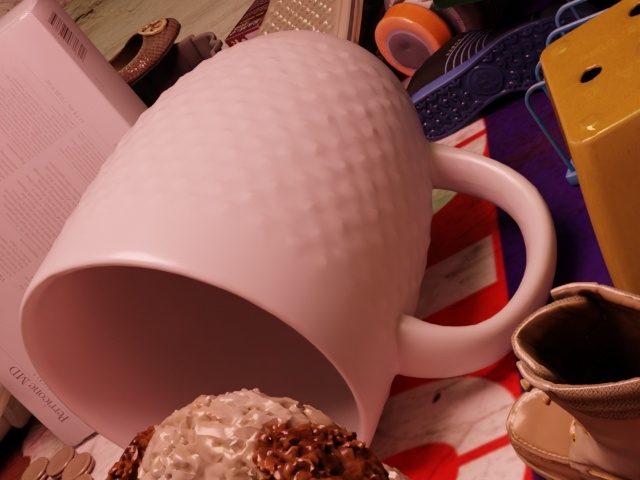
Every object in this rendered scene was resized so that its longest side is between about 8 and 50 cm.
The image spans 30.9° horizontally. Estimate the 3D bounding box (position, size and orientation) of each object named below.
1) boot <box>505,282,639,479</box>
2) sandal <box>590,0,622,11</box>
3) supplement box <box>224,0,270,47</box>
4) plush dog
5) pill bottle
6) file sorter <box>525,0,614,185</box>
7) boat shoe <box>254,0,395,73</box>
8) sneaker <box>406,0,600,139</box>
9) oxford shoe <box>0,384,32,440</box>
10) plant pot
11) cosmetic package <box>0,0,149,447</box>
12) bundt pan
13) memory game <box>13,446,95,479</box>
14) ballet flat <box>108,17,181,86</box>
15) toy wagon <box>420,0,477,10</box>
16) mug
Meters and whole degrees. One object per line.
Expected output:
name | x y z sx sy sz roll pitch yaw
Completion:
boot | 0.156 0.087 0.654 0.213 0.165 0.077 0 60 53
sandal | 0.321 -0.280 1.176 0.179 0.040 0.067 -48 28 -17
supplement box | -0.017 -0.301 1.566 0.073 0.130 0.239 -14 35 43
plush dog | -0.004 0.173 0.670 0.262 0.225 0.210 -16 34 41
pill bottle | 0.157 -0.294 1.317 0.130 0.130 0.245 -5 42 51
file sorter | 0.256 -0.151 0.983 0.118 0.104 0.170 -18 34 40
boat shoe | 0.005 -0.203 1.363 0.187 0.156 0.500 -11 49 38
sneaker | 0.180 -0.188 1.172 0.232 0.081 0.090 -25 36 31
oxford shoe | -0.345 0.137 1.324 0.169 0.130 0.449 5 65 49
plant pot | 0.256 -0.062 0.743 0.212 0.187 0.212 -30 26 19
cosmetic package | -0.256 -0.009 1.126 0.284 0.377 0.097 -33 24 12
bundt pan | -0.231 -0.134 1.594 0.331 0.124 0.331 -32 27 18
memory game | -0.291 0.279 1.137 0.186 0.012 0.186 -31 26 18
ballet flat | -0.299 -0.236 1.639 0.250 0.058 0.084 -44 26 -9
toy wagon | 0.189 -0.277 1.101 0.344 0.068 0.267 -25 14 -29
mug | 0.000 0.000 0.933 0.374 0.276 0.328 9 49 16
